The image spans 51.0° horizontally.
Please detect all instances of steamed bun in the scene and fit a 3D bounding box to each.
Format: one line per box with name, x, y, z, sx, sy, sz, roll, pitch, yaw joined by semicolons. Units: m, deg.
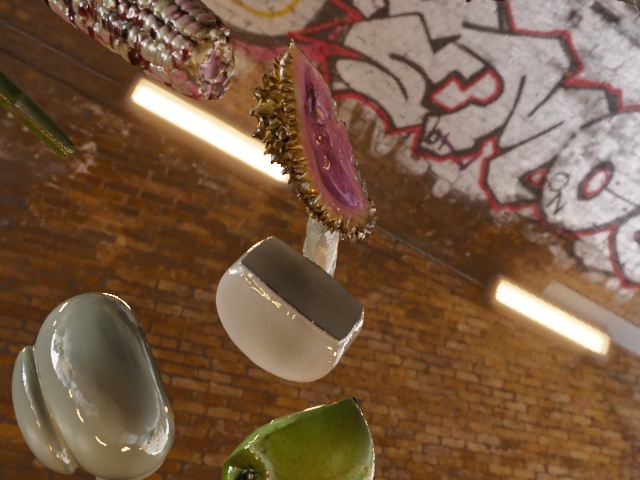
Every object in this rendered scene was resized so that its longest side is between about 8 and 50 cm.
steamed bun;-0.060;0.126;1.147;0.242;0.164;0.146;37;-144;7

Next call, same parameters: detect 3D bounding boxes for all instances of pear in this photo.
pear;-0.068;0.527;1.487;0.318;0.342;0.238;-10;-118;-34

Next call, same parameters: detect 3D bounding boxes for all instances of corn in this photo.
corn;-0.171;-0.211;0.586;0.280;0.092;0.092;37;-157;28

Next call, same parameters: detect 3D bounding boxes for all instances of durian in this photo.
durian;-0.033;-0.140;1.095;0.112;0.191;0.341;-32;-73;-29

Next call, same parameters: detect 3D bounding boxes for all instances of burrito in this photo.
burrito;0.000;0.000;1.413;0.076;0.392;0.117;4;-137;-2

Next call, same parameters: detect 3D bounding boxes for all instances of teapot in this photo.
teapot;-0.229;0.217;0.726;0.149;0.220;0.318;-19;-102;-14

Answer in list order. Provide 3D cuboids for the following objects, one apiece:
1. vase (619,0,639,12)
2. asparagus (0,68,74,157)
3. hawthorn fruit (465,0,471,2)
vase;0.337;-0.330;0.797;0.096;0.096;0.219;14;-153;-39
asparagus;-0.438;-0.193;1.000;0.045;0.041;0.178;17;155;46
hawthorn fruit;0.104;-0.339;0.482;0.308;0.308;0.324;-78;-24;-62
